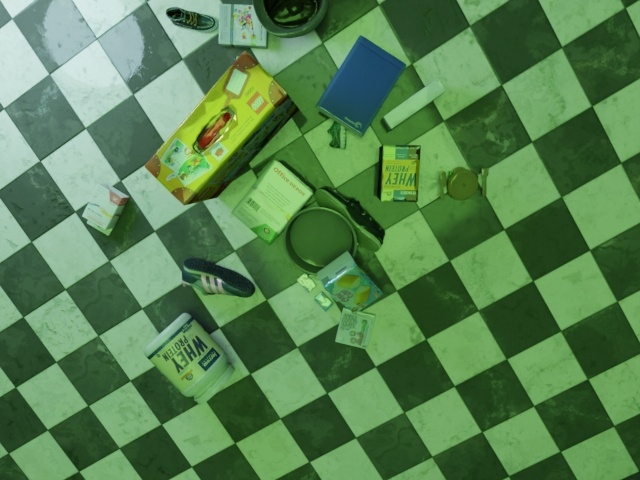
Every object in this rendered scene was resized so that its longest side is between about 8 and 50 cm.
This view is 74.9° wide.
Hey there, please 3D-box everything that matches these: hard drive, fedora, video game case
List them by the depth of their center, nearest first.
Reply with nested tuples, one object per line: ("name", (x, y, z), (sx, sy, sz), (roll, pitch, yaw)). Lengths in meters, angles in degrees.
("fedora", (-0.109, -0.861, 1.538), (0.275, 0.124, 0.244), (-31, 99, -1))
("hard drive", (0.153, -0.581, 1.578), (0.210, 0.040, 0.319), (32, 87, -2))
("video game case", (0.149, 0.376, 1.788), (0.143, 0.019, 0.158), (13, 101, 1))

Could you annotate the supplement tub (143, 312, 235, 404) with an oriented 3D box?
("supplement tub", (-0.540, 0.492, 1.741), (0.235, 0.235, 0.325), (-42, 95, 9))

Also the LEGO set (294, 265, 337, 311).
("LEGO set", (0.005, 0.157, 1.742), (0.182, 0.060, 0.244), (-42, 94, 5))

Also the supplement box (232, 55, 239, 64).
("supplement box", (-0.288, -0.658, 1.605), (0.083, 0.083, 0.056), (21, 100, 0))

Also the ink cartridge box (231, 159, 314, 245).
("ink cartridge box", (-0.184, -0.154, 1.668), (0.201, 0.117, 0.278), (41, 100, -3))

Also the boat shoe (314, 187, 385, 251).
("boat shoe", (0.129, -0.104, 1.666), (0.340, 0.127, 0.113), (40, 60, -2))

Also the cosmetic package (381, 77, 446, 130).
("cosmetic package", (0.349, -0.511, 1.585), (0.238, 0.099, 0.061), (-34, 96, 9))

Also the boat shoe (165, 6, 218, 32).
("boat shoe", (-0.489, -0.838, 1.586), (0.183, 0.083, 0.065), (6, 100, 2))

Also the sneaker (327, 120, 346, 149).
("sneaker", (0.062, -0.440, 1.634), (0.076, 0.065, 0.167), (0, 98, 8))

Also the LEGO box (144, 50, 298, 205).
("LEGO box", (-0.330, -0.382, 1.509), (0.193, 0.372, 0.500), (45, 100, -5))

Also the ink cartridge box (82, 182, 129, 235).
("ink cartridge box", (-0.903, -0.124, 1.742), (0.115, 0.067, 0.198), (31, 100, -3))

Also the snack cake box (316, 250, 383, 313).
("snack cake box", (0.120, 0.172, 1.647), (0.152, 0.089, 0.264), (-37, 137, 7))

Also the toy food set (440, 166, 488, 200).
("toy food set", (0.563, -0.226, 1.656), (0.191, 0.038, 0.133), (-4, 107, -1))

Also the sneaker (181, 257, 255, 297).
("sneaker", (-0.432, 0.186, 1.761), (0.318, 0.112, 0.131), (23, 117, 2))

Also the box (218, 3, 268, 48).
("box", (-0.294, -0.820, 1.601), (0.185, 0.038, 0.146), (5, 100, 2))

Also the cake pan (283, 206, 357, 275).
("cake pan", (0.000, 0.000, 1.642), (0.292, 0.054, 0.294), (4, 114, 8))

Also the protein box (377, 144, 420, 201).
("protein box", (0.291, -0.254, 1.580), (0.135, 0.200, 0.202), (1, 100, 4))
